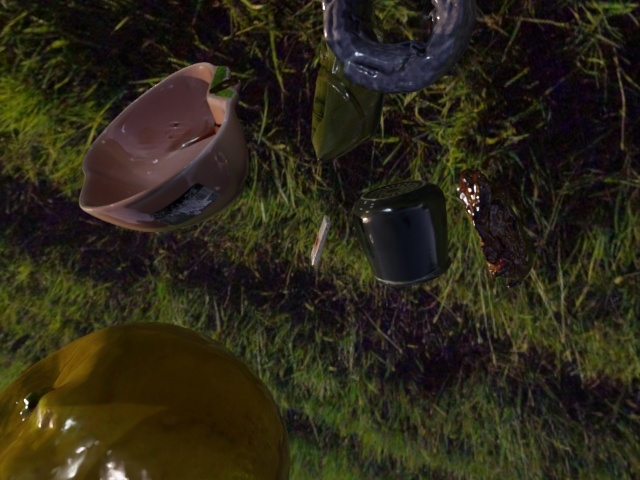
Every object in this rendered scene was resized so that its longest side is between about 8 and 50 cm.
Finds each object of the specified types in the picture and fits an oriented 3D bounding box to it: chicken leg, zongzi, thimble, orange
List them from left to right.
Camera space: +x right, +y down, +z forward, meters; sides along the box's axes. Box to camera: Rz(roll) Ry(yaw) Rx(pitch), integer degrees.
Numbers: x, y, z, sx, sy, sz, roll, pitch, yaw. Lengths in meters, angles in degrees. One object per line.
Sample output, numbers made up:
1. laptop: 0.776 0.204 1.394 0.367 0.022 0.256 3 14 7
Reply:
1. orange: -0.162 0.201 0.384 0.279 0.279 0.235 -9 121 24
2. zongzi: 0.039 -0.276 0.788 0.125 0.274 0.251 6 113 18
3. thimble: 0.083 -0.230 0.479 0.150 0.098 0.150 11 118 21
4. chicken leg: 0.137 0.001 0.355 0.037 0.062 0.145 -30 122 12

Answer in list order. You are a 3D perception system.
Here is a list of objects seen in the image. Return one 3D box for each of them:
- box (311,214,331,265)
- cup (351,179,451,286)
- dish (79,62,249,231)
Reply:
1. box: 0.000 0.000 0.832 0.012 0.046 0.083 16 110 -10
2. cup: 0.166 -0.022 0.865 0.169 0.223 0.177 -10 105 32
3. dish: -0.147 -0.088 0.493 0.213 0.213 0.090 -11 140 25
